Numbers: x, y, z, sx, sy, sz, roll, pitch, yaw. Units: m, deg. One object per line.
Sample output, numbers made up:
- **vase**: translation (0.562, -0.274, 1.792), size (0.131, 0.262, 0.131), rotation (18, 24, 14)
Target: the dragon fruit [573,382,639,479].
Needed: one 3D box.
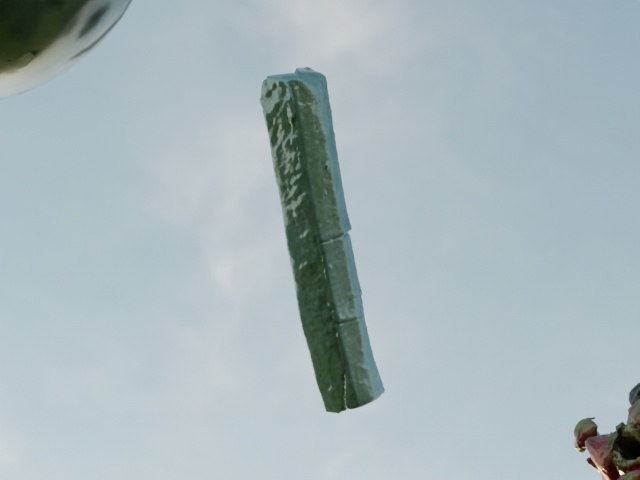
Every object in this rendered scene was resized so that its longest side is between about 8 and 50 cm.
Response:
- **dragon fruit**: translation (0.262, 0.185, 1.123), size (0.166, 0.160, 0.172), rotation (-57, -48, -17)

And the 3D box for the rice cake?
- **rice cake**: translation (0.000, 0.000, 1.127), size (0.042, 0.045, 0.245), rotation (-6, -85, 39)

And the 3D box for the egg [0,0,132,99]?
- **egg**: translation (-0.150, -0.152, 0.592), size (0.169, 0.236, 0.169), rotation (-16, -43, -16)
